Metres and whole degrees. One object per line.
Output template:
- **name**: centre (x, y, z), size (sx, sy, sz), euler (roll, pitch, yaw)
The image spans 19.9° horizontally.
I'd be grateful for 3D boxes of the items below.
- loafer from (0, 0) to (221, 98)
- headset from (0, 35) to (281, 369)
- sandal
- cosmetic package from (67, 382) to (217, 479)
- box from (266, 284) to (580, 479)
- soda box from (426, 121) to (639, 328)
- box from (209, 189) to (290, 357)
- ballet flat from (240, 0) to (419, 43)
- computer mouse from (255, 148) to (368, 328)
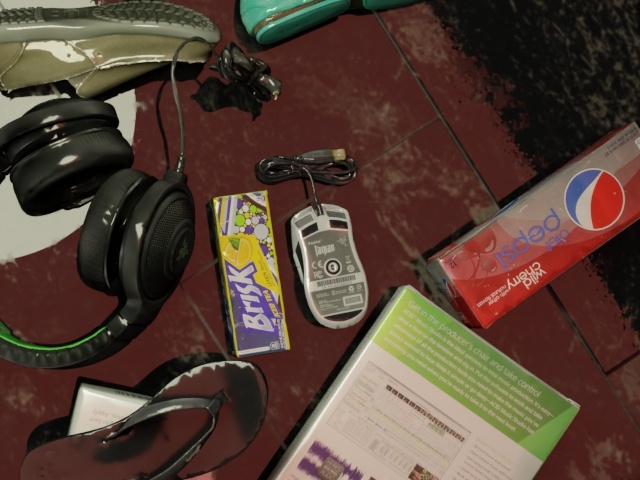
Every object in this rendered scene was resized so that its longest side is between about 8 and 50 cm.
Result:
- **loafer**: centre (-0.226, -0.195, 1.884), size (0.251, 0.094, 0.087), euler (-1, 112, 1)
- **headset**: centre (-0.206, -0.045, 1.847), size (0.394, 0.185, 0.243), euler (-47, 74, 9)
- **sandal**: centre (-0.160, 0.195, 1.731), size (0.254, 0.054, 0.097), euler (-26, 92, -9)
- **cosmetic package**: centre (-0.188, 0.248, 1.831), size (0.151, 0.151, 0.184), euler (14, 85, -7)
- **box**: centre (0.090, 0.241, 1.921), size (0.232, 0.058, 0.322), euler (36, 85, -5)
- **soda box**: centre (0.244, -0.014, 1.937), size (0.263, 0.083, 0.092), euler (-34, 92, -7)
- **box**: centre (-0.074, 0.036, 1.904), size (0.059, 0.054, 0.169), euler (-8, 88, -8)
- **ballet flat**: centre (0.030, -0.281, 1.922), size (0.247, 0.083, 0.087), euler (-17, 76, -10)
- **computer mouse**: centre (0.000, 0.000, 1.925), size (0.106, 0.042, 0.193), euler (-9, 84, -13)
